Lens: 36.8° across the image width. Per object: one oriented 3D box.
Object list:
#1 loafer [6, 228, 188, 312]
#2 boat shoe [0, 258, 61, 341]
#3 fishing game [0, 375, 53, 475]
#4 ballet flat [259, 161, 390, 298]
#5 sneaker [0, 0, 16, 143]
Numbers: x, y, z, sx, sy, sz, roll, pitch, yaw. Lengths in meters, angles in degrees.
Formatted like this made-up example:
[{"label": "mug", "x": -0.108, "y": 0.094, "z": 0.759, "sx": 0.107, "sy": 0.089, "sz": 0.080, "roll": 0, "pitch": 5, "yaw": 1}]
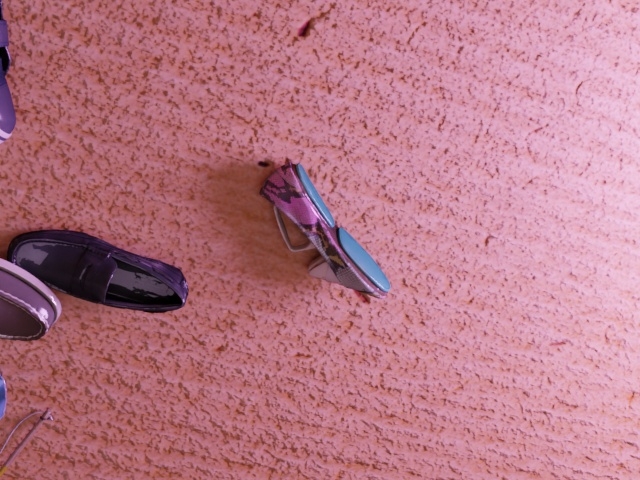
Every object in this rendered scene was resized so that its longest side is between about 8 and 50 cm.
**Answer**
[{"label": "loafer", "x": -0.269, "y": 0.039, "z": 1.176, "sx": 0.223, "sy": 0.078, "sz": 0.076, "roll": 16, "pitch": 100, "yaw": -19}, {"label": "boat shoe", "x": -0.455, "y": 0.059, "z": 1.108, "sx": 0.305, "sy": 0.091, "sz": 0.109, "roll": 22, "pitch": 123, "yaw": -18}, {"label": "fishing game", "x": -0.484, "y": 0.208, "z": 1.184, "sx": 0.264, "sy": 0.041, "sz": 0.189, "roll": 43, "pitch": 88, "yaw": -21}, {"label": "ballet flat", "x": 0.000, "y": 0.000, "z": 1.252, "sx": 0.079, "sy": 0.077, "sz": 0.221, "roll": -34, "pitch": 107, "yaw": 15}, {"label": "sneaker", "x": -0.394, "y": -0.262, "z": 1.035, "sx": 0.127, "sy": 0.126, "sz": 0.321, "roll": -27, "pitch": 109, "yaw": -1}]
